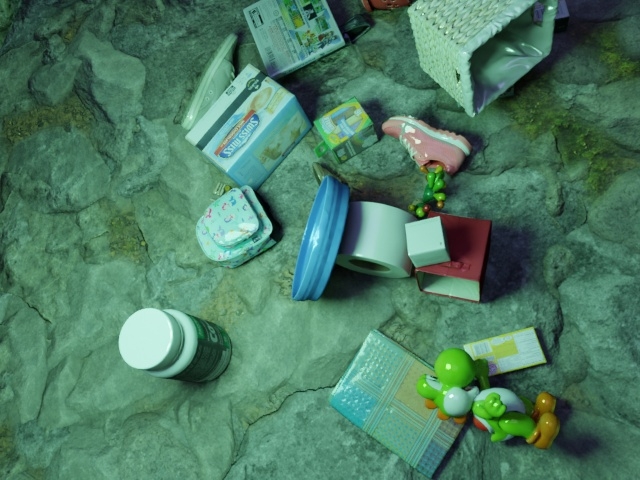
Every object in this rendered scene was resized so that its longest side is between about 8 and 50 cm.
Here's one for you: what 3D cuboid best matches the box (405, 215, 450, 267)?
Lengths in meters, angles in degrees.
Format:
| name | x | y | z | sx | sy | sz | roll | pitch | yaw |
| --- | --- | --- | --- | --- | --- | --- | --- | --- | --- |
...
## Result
| name | x | y | z | sx | sy | sz | roll | pitch | yaw |
| --- | --- | --- | --- | --- | --- | --- | --- | --- | --- |
| box | 0.292 | 0.005 | 1.513 | 0.101 | 0.087 | 0.101 | -13 | 60 | 19 |

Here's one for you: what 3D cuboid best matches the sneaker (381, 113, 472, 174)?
| name | x | y | z | sx | sy | sz | roll | pitch | yaw |
| --- | --- | --- | --- | --- | --- | --- | --- | --- | --- |
| sneaker | 0.326 | -0.310 | 1.809 | 0.314 | 0.116 | 0.136 | 24 | 83 | 22 |

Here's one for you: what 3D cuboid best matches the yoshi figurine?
| name | x | y | z | sx | sy | sz | roll | pitch | yaw |
| --- | --- | --- | --- | --- | --- | --- | --- | --- | --- |
| yoshi figurine | 0.447 | 0.402 | 1.489 | 0.363 | 0.203 | 0.202 | 16 | 61 | 12 |

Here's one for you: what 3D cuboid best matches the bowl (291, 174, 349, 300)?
| name | x | y | z | sx | sy | sz | roll | pitch | yaw |
| --- | --- | --- | --- | --- | --- | --- | --- | --- | --- |
| bowl | 0.000 | 0.000 | 1.674 | 0.077 | 0.391 | 0.390 | 15 | 77 | -6 |

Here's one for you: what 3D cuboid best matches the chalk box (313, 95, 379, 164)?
| name | x | y | z | sx | sy | sz | roll | pitch | yaw |
| --- | --- | --- | --- | --- | --- | --- | --- | --- | --- |
| chalk box | 0.070 | -0.360 | 1.891 | 0.213 | 0.132 | 0.132 | -30 | 68 | 4 |

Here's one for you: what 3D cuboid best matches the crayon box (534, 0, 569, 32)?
| name | x | y | z | sx | sy | sz | roll | pitch | yaw |
| --- | --- | --- | --- | --- | --- | --- | --- | --- | --- |
| crayon box | 0.699 | -0.840 | 1.885 | 0.203 | 0.083 | 0.322 | -10 | 71 | 13 |

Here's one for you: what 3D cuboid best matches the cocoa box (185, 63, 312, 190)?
| name | x | y | z | sx | sy | sz | roll | pitch | yaw |
| --- | --- | --- | --- | --- | --- | --- | --- | --- | --- |
| cocoa box | -0.241 | -0.379 | 1.933 | 0.228 | 0.231 | 0.347 | 40 | 88 | 22 |

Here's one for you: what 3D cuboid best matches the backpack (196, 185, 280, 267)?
| name | x | y | z | sx | sy | sz | roll | pitch | yaw |
| --- | --- | --- | --- | --- | --- | --- | --- | --- | --- |
| backpack | -0.291 | -0.038 | 1.874 | 0.254 | 0.191 | 0.225 | -34 | 68 | 9 |

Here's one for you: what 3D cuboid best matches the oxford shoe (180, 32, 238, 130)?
| name | x | y | z | sx | sy | sz | roll | pitch | yaw |
| --- | --- | --- | --- | --- | --- | --- | --- | --- | --- |
| oxford shoe | -0.394 | -0.591 | 2.113 | 0.130 | 0.169 | 0.448 | 25 | 68 | -22 |

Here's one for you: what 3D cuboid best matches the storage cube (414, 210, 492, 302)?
| name | x | y | z | sx | sy | sz | roll | pitch | yaw |
| --- | --- | --- | --- | --- | --- | --- | --- | --- | --- |
| storage cube | 0.392 | 0.050 | 1.627 | 0.184 | 0.215 | 0.193 | 10 | 70 | 20 |

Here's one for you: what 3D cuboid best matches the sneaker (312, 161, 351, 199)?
| name | x | y | z | sx | sy | sz | roll | pitch | yaw |
| --- | --- | --- | --- | --- | --- | --- | --- | --- | --- |
| sneaker | 0.037 | -0.196 | 1.895 | 0.071 | 0.066 | 0.188 | -25 | 72 | -10 |

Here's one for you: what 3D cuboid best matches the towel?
| name | x | y | z | sx | sy | sz | roll | pitch | yaw |
| --- | --- | --- | --- | --- | --- | --- | --- | --- | --- |
| towel | 0.235 | 0.471 | 1.631 | 0.370 | 0.040 | 0.271 | 32 | 85 | 21 |

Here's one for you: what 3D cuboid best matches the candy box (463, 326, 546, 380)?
| name | x | y | z | sx | sy | sz | roll | pitch | yaw |
| --- | --- | --- | --- | --- | --- | --- | --- | --- | --- |
| candy box | 0.527 | 0.325 | 1.595 | 0.206 | 0.027 | 0.105 | -17 | 72 | 11 |

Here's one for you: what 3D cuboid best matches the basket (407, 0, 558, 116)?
| name | x | y | z | sx | sy | sz | roll | pitch | yaw |
| --- | --- | --- | --- | --- | --- | --- | --- | --- | --- |
| basket | 0.476 | -0.615 | 1.626 | 0.331 | 0.328 | 0.266 | -39 | 65 | 3 |

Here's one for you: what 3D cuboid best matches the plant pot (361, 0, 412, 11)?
| name | x | y | z | sx | sy | sz | roll | pitch | yaw |
| --- | --- | --- | --- | --- | --- | --- | --- | --- | --- |
| plant pot | 0.228 | -0.923 | 1.996 | 0.174 | 0.191 | 0.190 | -10 | 70 | 20 |

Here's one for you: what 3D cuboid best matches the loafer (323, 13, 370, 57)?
| name | x | y | z | sx | sy | sz | roll | pitch | yaw |
| --- | --- | --- | --- | --- | --- | --- | --- | --- | --- |
| loafer | 0.083 | -0.744 | 2.038 | 0.223 | 0.076 | 0.078 | -37 | 58 | -1 |

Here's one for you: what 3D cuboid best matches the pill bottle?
| name | x | y | z | sx | sy | sz | roll | pitch | yaw |
| --- | --- | --- | --- | --- | --- | --- | --- | --- | --- |
| pill bottle | -0.436 | 0.323 | 1.698 | 0.205 | 0.361 | 0.204 | -5 | 72 | 15 |

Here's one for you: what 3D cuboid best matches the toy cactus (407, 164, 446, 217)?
| name | x | y | z | sx | sy | sz | roll | pitch | yaw |
| --- | --- | --- | --- | --- | --- | --- | --- | --- | --- |
| toy cactus | 0.319 | -0.132 | 1.723 | 0.112 | 0.180 | 0.218 | 25 | 51 | -8 |

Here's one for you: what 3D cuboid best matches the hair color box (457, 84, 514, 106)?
| name | x | y | z | sx | sy | sz | roll | pitch | yaw |
| --- | --- | --- | --- | --- | --- | --- | --- | --- | --- |
| hair color box | 0.519 | -0.652 | 1.861 | 0.186 | 0.113 | 0.374 | -10 | 71 | 13 |

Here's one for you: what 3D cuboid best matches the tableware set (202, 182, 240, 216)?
| name | x | y | z | sx | sy | sz | roll | pitch | yaw |
| --- | --- | --- | --- | --- | --- | --- | --- | --- | --- |
| tableware set | -0.352 | -0.130 | 2.003 | 0.104 | 0.024 | 0.154 | 18 | 78 | 17 |

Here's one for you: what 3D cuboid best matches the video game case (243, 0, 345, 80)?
| name | x | y | z | sx | sy | sz | roll | pitch | yaw |
| --- | --- | --- | --- | --- | --- | --- | --- | --- | --- |
| video game case | -0.102 | -0.787 | 2.044 | 0.300 | 0.036 | 0.328 | -24 | 72 | 10 |

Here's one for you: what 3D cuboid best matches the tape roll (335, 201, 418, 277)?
| name | x | y | z | sx | sy | sz | roll | pitch | yaw |
| --- | --- | --- | --- | --- | --- | --- | --- | --- | --- |
| tape roll | 0.165 | 0.001 | 1.687 | 0.246 | 0.246 | 0.169 | 9 | 76 | 19 |
